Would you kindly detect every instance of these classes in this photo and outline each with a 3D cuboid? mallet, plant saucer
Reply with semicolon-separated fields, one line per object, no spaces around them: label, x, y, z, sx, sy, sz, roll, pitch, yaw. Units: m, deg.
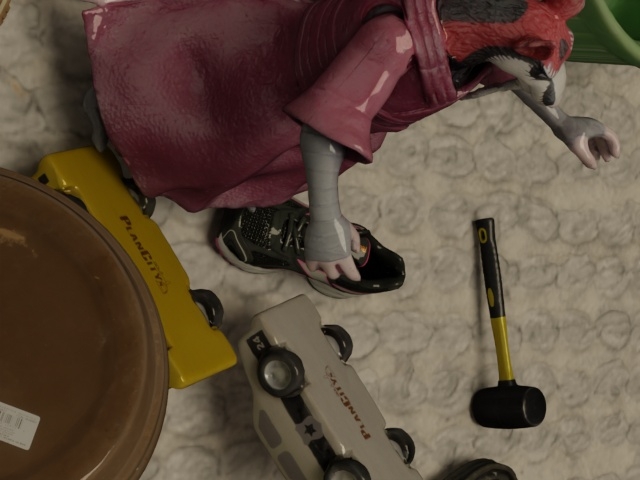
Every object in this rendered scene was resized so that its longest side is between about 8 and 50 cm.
mallet;0.152;0.077;1.623;0.039;0.062;0.190;-7;82;-46
plant saucer;-0.225;0.068;1.123;0.278;0.041;0.278;8;63;-17

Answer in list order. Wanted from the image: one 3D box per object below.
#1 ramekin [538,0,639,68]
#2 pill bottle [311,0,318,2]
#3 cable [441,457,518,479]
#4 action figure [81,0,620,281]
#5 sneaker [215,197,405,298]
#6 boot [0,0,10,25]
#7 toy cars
ramekin;0.259;-0.298;1.625;0.303;0.148;0.303;-3;94;-45
pill bottle;0.040;-0.238;1.419;0.130;0.130;0.246;36;67;-40
cable;0.079;0.231;1.522;0.287;0.072;0.139;19;80;-43
action figure;0.031;-0.128;1.221;0.248;0.370;0.276;-24;94;-46
sneaker;0.000;0.000;1.429;0.178;0.077;0.072;17;79;-44
boot;-0.239;-0.177;1.196;0.084;0.059;0.158;52;49;-30
toy cars;-0.077;0.087;1.321;0.393;0.087;0.176;38;32;-30
